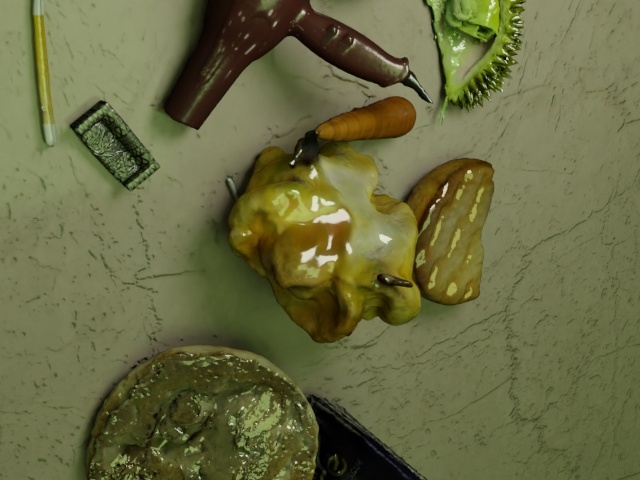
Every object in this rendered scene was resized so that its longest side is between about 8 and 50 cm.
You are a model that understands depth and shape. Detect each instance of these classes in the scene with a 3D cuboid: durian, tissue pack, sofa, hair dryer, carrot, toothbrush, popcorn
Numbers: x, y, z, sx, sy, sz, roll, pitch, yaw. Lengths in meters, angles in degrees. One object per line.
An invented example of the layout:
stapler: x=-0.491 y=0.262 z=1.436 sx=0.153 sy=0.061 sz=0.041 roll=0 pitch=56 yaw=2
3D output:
durian: x=0.254 y=-0.388 z=1.172 sx=0.169 sy=0.157 sz=0.356 roll=-9 pitch=116 yaw=11
tissue pack: x=0.039 y=0.442 z=1.186 sx=0.123 sy=0.332 sz=0.245 roll=37 pitch=86 yaw=-44
sofa: x=-0.282 y=-0.129 z=0.963 sx=0.060 sy=0.039 sz=0.118 roll=-42 pitch=123 yaw=-10
hair dryer: x=-0.013 y=-0.238 z=0.972 sx=0.340 sy=0.123 sz=0.313 roll=30 pitch=100 yaw=-4
carrot: x=0.074 y=-0.177 z=1.072 sx=0.336 sy=0.069 sz=0.069 roll=-28 pitch=125 yaw=-56
toothbrush: x=-0.120 y=-0.044 z=1.109 sx=0.013 sy=0.011 sz=0.131 roll=-45 pitch=126 yaw=-35
popcorn: x=0.000 y=0.000 z=1.064 sx=0.297 sy=0.281 sz=0.316 roll=4 pitch=66 yaw=-27
toothbrush: x=-0.356 y=-0.261 z=0.883 sx=0.024 sy=0.021 sz=0.288 roll=-4 pitch=109 yaw=-18

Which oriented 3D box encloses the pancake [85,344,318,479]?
pancake: x=-0.184 y=0.344 z=1.123 sx=0.386 sy=0.082 sz=0.387 roll=-2 pitch=101 yaw=-9

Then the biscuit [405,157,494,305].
biscuit: x=0.227 y=-0.017 z=1.277 sx=0.213 sy=0.091 sz=0.274 roll=-1 pitch=109 yaw=-33
